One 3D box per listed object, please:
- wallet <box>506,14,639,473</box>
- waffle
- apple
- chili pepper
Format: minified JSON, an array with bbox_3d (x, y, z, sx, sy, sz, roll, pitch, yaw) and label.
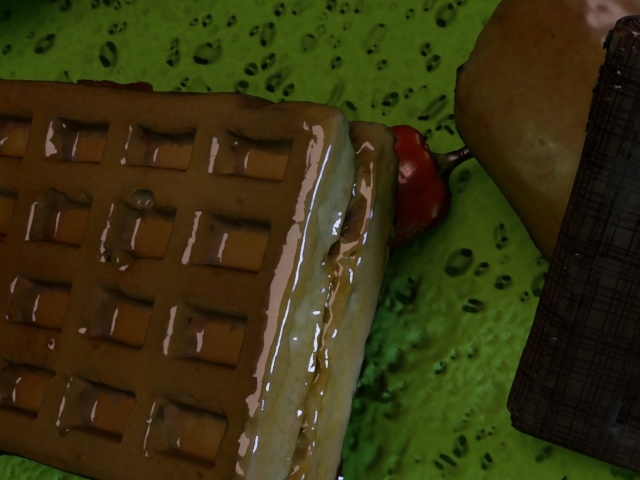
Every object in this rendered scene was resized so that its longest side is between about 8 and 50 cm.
[{"bbox_3d":[0.169,0.015,0.644,0.124,0.042,0.230,18,121,14],"label":"wallet"},{"bbox_3d":[-0.123,0.020,0.760,0.327,0.098,0.224,9,81,33],"label":"waffle"},{"bbox_3d":[0.234,-0.121,0.705,0.346,0.254,0.179,-46,24,0],"label":"apple"},{"bbox_3d":[0.000,0.000,0.783,0.272,0.063,0.071,-37,52,7],"label":"chili pepper"}]
